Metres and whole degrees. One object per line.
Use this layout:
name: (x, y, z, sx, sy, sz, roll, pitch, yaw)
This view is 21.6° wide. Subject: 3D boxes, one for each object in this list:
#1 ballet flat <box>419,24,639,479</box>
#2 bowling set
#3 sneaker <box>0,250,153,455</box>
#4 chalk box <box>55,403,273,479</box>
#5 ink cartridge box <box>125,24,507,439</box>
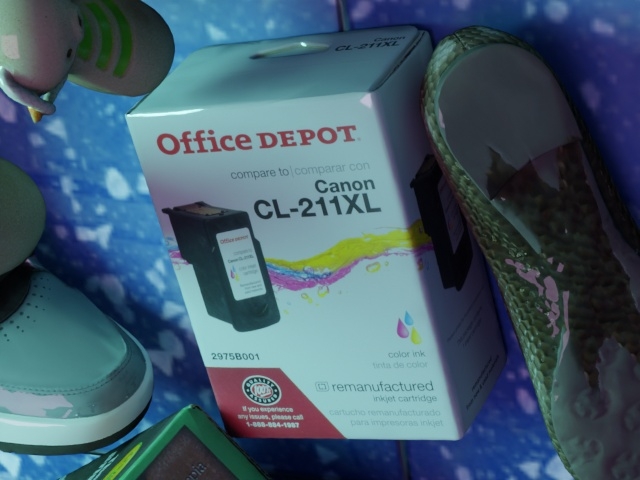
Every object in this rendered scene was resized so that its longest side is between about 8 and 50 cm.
ballet flat: (0.109, 0.015, 0.747, 0.084, 0.058, 0.250, -30, 112, -1)
bowling set: (-0.124, -0.131, 0.665, 0.199, 0.154, 0.287, -17, 86, 20)
sneaker: (-0.210, -0.021, 0.834, 0.295, 0.124, 0.178, 24, 135, 12)
chalk box: (-0.084, 0.214, 0.818, 0.179, 0.180, 0.289, 47, 148, -7)
ink cartridge box: (0.000, 0.000, 0.772, 0.127, 0.072, 0.175, -3, 117, 27)
